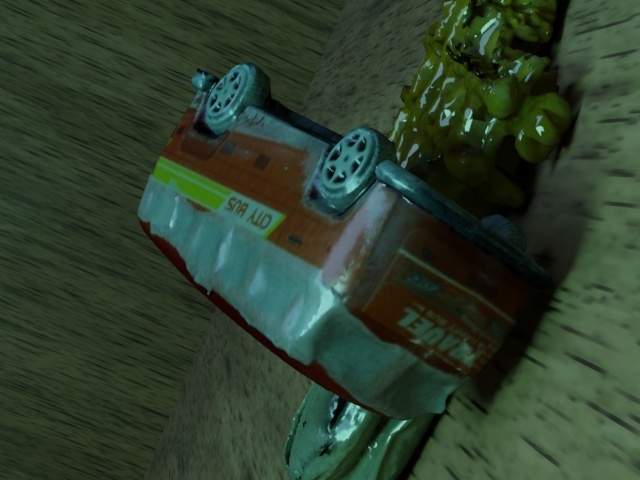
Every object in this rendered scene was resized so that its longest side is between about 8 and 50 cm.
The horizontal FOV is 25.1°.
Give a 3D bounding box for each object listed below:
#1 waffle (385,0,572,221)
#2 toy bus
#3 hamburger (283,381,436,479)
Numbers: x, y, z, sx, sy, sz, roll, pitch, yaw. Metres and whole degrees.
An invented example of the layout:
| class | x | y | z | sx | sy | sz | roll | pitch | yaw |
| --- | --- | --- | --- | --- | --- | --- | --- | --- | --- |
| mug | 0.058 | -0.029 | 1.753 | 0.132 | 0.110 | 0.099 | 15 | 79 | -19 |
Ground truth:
| class | x | y | z | sx | sy | sz | roll | pitch | yaw |
| --- | --- | --- | --- | --- | --- | --- | --- | --- | --- |
| waffle | 0.102 | -0.120 | 0.892 | 0.260 | 0.069 | 0.293 | 129 | 164 | -62 |
| toy bus | 0.000 | 0.000 | 0.742 | 0.120 | 0.121 | 0.265 | -56 | 31 | -1 |
| hamburger | 0.028 | 0.085 | 0.817 | 0.133 | 0.062 | 0.140 | -84 | 17 | -72 |
